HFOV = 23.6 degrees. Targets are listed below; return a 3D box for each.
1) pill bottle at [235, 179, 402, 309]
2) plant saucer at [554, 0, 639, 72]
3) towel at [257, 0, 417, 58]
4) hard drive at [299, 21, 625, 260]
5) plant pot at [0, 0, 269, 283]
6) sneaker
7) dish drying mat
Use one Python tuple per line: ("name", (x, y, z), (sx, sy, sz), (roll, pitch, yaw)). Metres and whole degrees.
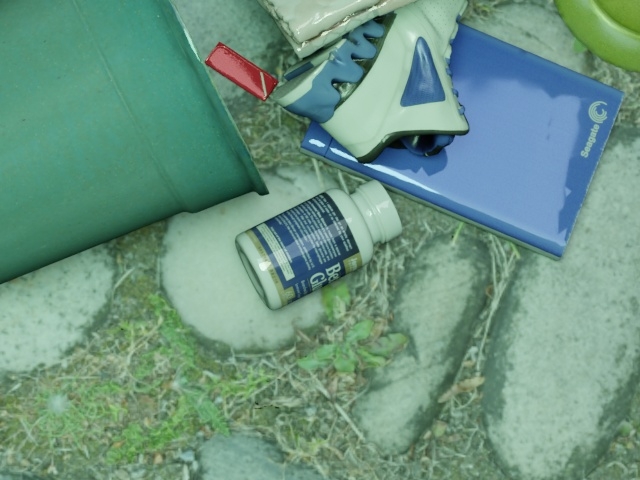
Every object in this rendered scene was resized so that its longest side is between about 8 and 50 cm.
("pill bottle", (0.000, 0.000, 1.682), (0.169, 0.094, 0.094), (-27, 82, -9))
("plant saucer", (0.392, -0.317, 1.807), (0.241, 0.037, 0.241), (1, 79, -5))
("towel", (0.047, -0.358, 1.660), (0.317, 0.053, 0.332), (-27, 48, -6))
("hard drive", (0.163, -0.135, 1.750), (0.319, 0.040, 0.210), (23, 78, 0))
("plant pot", (-0.276, -0.126, 1.584), (0.334, 0.341, 0.341), (-27, 82, -1))
("sneaker", (0.098, -0.195, 1.682), (0.182, 0.127, 0.315), (48, 62, -18))
("dish drying mat", (-0.090, -0.193, 1.756), (0.083, 0.008, 0.032), (34, 79, 2))
